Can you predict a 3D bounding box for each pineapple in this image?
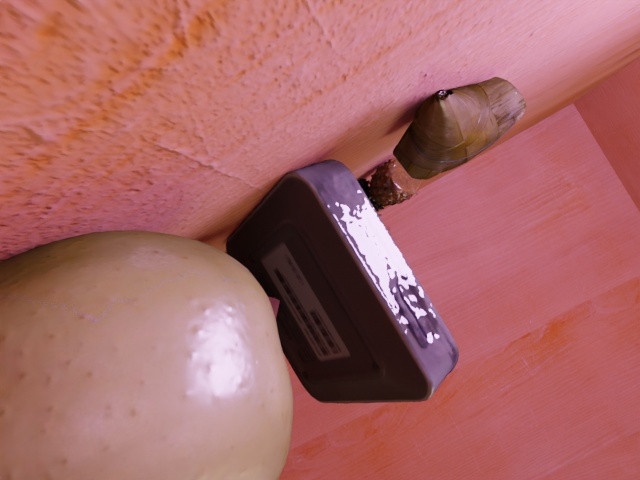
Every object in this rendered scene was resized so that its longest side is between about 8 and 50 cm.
[{"bbox_3d":[0.143,-0.112,1.039,0.111,0.119,0.237,-10,168,-34],"label":"pineapple"}]

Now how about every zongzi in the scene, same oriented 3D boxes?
[{"bbox_3d":[0.234,-0.208,0.621,0.228,0.115,0.256,-32,166,-4],"label":"zongzi"}]

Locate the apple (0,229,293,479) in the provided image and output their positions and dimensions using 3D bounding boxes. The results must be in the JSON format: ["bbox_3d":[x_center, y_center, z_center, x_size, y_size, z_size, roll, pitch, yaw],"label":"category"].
[{"bbox_3d":[-0.211,0.158,0.417,0.357,0.357,0.357,-29,176,-2],"label":"apple"}]

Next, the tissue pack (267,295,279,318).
[{"bbox_3d":[-0.208,0.143,0.705,0.246,0.149,0.092,20,155,-20],"label":"tissue pack"}]

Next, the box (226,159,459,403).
[{"bbox_3d":[0.000,0.105,0.746,0.111,0.396,0.396,-29,176,-36],"label":"box"}]
